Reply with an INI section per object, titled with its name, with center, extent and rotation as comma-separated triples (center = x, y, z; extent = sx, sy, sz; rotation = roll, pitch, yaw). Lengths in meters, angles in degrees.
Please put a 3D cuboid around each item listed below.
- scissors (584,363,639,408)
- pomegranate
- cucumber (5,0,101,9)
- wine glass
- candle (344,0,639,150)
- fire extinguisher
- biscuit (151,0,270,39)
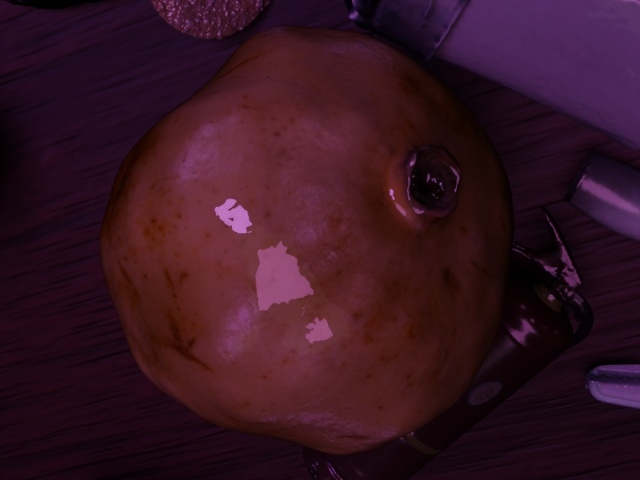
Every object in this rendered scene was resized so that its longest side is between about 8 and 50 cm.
[scissors]
center = 0.379, 0.143, 0.902
extent = 0.256, 0.030, 0.125
rotation = 3, 112, 5
[pomegranate]
center = 0.000, 0.000, 0.751
extent = 0.333, 0.332, 0.332
rotation = 3, 111, 9
[cucumber]
center = -0.206, -0.236, 0.855
extent = 0.182, 0.053, 0.053
rotation = -10, 108, 16
[wine glass]
center = 0.310, -0.010, 0.843
extent = 0.198, 0.066, 0.066
rotation = 28, 112, 0
[candle]
center = 0.199, -0.199, 0.709
extent = 0.343, 0.221, 0.221
rotation = 23, 112, -3
[fire extinguisher]
center = 0.117, 0.114, 0.896
extent = 0.141, 0.105, 0.341
rotation = 40, 114, -8
[biscuit]
center = -0.094, -0.232, 0.827
extent = 0.120, 0.015, 0.120
rotation = -8, 114, -18
